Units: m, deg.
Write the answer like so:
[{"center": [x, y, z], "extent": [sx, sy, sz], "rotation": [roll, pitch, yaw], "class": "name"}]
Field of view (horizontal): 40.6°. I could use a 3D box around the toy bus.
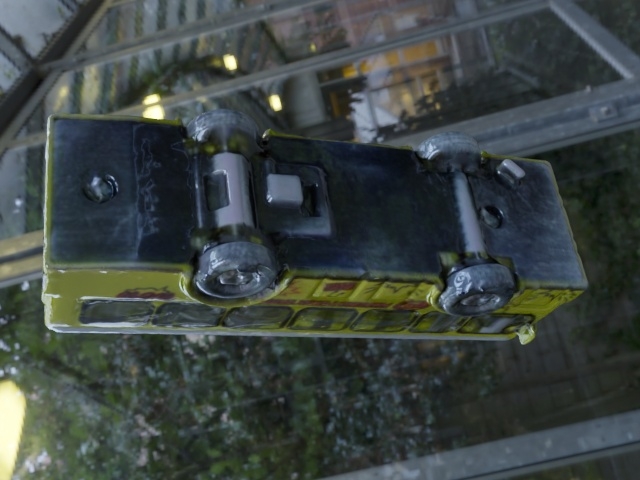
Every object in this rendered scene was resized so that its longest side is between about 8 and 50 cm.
[{"center": [0.000, 0.000, 0.364], "extent": [0.074, 0.226, 0.081], "rotation": [123, 143, -52], "class": "toy bus"}]
